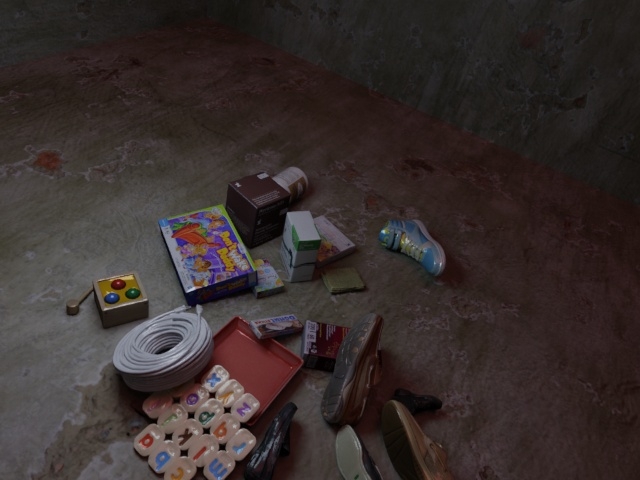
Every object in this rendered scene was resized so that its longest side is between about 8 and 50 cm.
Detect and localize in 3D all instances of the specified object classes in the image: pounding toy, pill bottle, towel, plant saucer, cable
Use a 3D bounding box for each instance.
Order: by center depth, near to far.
[{"bbox_3d":[-0.416,0.291,1.279,0.257,0.089,0.257,-17,28,-16],"label":"cable"},{"bbox_3d":[-0.221,0.365,1.349,0.259,0.047,0.259,31,43,15],"label":"plant saucer"},{"bbox_3d":[-0.636,0.158,1.403,0.206,0.094,0.181,-13,48,-31],"label":"pounding toy"},{"bbox_3d":[0.081,0.143,1.724,0.148,0.027,0.110,-5,44,-23],"label":"towel"},{"bbox_3d":[-0.161,-0.203,1.953,0.131,0.131,0.229,31,42,16],"label":"pill bottle"}]

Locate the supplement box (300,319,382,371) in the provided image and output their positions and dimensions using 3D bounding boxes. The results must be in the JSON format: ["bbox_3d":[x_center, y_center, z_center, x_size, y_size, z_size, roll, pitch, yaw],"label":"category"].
[{"bbox_3d":[0.063,0.334,1.464,0.240,0.073,0.130,12,40,-8],"label":"supplement box"}]

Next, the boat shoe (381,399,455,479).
[{"bbox_3d":[0.266,0.575,1.236,0.110,0.121,0.341,-4,54,-30],"label":"boat shoe"}]

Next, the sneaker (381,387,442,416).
[{"bbox_3d":[0.265,0.486,1.382,0.170,0.051,0.089,15,40,4],"label":"sneaker"}]

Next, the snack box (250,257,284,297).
[{"bbox_3d":[-0.201,0.126,1.635,0.100,0.037,0.141,-13,48,-29],"label":"snack box"}]

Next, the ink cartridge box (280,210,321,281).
[{"bbox_3d":[-0.073,0.023,1.668,0.087,0.208,0.153,-5,44,-20],"label":"ink cartridge box"}]

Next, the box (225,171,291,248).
[{"bbox_3d":[-0.238,-0.113,1.768,0.169,0.203,0.167,-27,57,-39],"label":"box"}]

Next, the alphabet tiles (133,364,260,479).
[{"bbox_3d":[-0.303,0.459,1.192,0.284,0.021,0.278,37,58,19],"label":"alphabet tiles"}]

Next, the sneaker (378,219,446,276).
[{"bbox_3d":[0.345,0.028,1.877,0.208,0.127,0.319,3,32,-19],"label":"sneaker"}]

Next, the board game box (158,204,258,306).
[{"bbox_3d":[-0.384,0.038,1.612,0.234,0.078,0.347,-17,50,-22],"label":"board game box"}]

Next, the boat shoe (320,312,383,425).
[{"bbox_3d":[0.111,0.364,1.349,0.117,0.123,0.324,29,77,-19],"label":"boat shoe"}]

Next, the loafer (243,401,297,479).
[{"bbox_3d":[-0.109,0.513,1.203,0.078,0.076,0.223,29,46,6],"label":"loafer"}]

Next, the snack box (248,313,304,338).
[{"bbox_3d":[-0.134,0.264,1.469,0.178,0.022,0.064,0,33,-48],"label":"snack box"}]

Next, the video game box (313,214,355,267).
[{"bbox_3d":[0.000,0.000,1.843,0.187,0.048,0.205,-20,52,-38],"label":"video game box"}]

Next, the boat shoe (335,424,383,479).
[{"bbox_3d":[0.105,0.582,1.211,0.079,0.084,0.233,34,17,-40],"label":"boat shoe"}]
